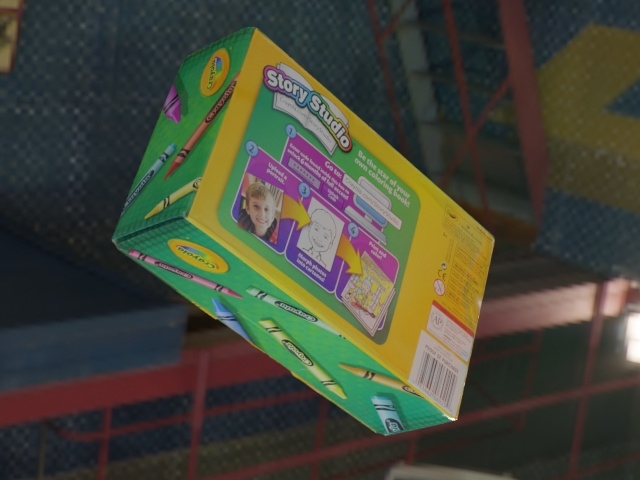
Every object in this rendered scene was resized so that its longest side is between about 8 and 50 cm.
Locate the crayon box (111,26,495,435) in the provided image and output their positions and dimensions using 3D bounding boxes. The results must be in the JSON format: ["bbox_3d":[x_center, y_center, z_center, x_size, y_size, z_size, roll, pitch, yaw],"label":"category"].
[{"bbox_3d":[0.000,0.000,1.024,0.081,0.165,0.278,-19,133,42],"label":"crayon box"}]
